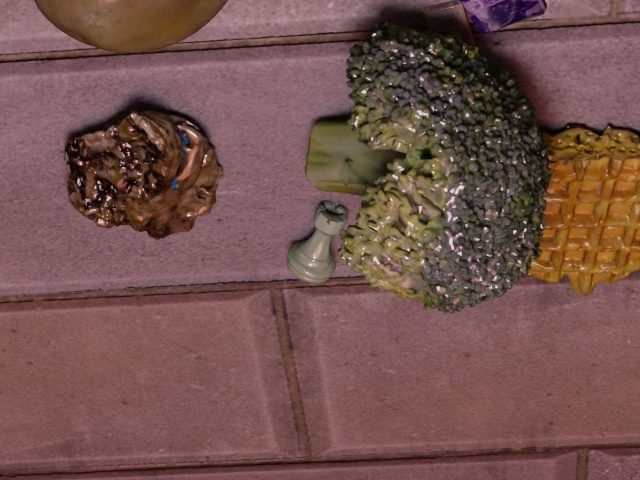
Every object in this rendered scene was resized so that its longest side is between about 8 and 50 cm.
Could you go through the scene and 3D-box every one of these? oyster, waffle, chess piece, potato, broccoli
[{"bbox_3d":[-0.214,-0.071,1.858,0.214,0.083,0.223,-29,137,33],"label":"oyster"},{"bbox_3d":[0.338,-0.045,1.892,0.312,0.060,0.307,25,133,-27],"label":"waffle"},{"bbox_3d":[0.000,0.000,1.948,0.067,0.067,0.103,13,129,-14],"label":"chess piece"},{"bbox_3d":[-0.187,-0.286,1.556,0.235,0.160,0.178,-24,174,7],"label":"potato"},{"bbox_3d":[0.107,-0.066,1.707,0.302,0.249,0.375,-8,131,19],"label":"broccoli"}]

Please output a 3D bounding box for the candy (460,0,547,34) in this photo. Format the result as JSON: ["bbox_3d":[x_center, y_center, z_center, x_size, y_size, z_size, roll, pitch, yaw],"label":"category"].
[{"bbox_3d":[0.141,-0.344,1.551,0.088,0.061,0.312,-19,135,24],"label":"candy"}]

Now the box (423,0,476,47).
[{"bbox_3d":[0.150,-0.239,1.707,0.046,0.012,0.083,-12,137,13],"label":"box"}]
